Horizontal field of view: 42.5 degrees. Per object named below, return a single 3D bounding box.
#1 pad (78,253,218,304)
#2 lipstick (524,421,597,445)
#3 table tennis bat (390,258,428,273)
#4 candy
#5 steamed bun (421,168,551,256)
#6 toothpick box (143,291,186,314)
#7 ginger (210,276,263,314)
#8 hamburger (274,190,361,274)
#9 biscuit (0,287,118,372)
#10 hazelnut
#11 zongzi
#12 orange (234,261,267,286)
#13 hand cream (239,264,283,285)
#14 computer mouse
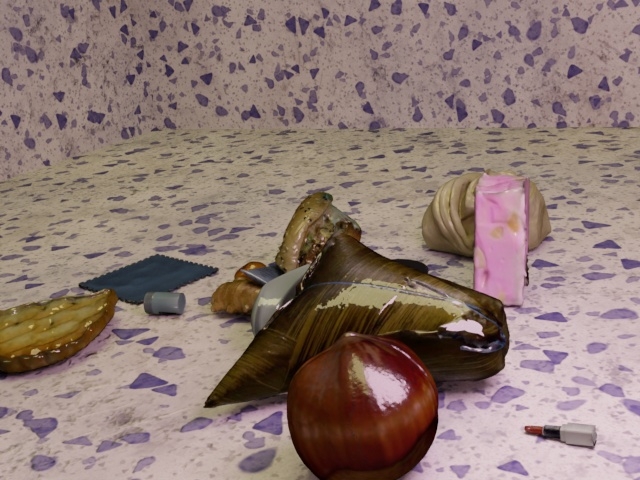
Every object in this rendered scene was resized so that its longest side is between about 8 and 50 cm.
[{"bbox_3d":[-0.440,0.095,2.110,0.268,0.012,0.269,11,24,43],"label":"pad"},{"bbox_3d":[0.359,0.288,1.239,0.107,0.025,0.025,-1,18,31],"label":"lipstick"},{"bbox_3d":[0.155,0.083,1.938,0.150,0.027,0.236,10,23,40],"label":"table tennis bat"},{"bbox_3d":[0.384,-0.002,1.741,0.115,0.265,0.155,4,20,18],"label":"candy"},{"bbox_3d":[0.415,-0.084,2.080,0.289,0.203,0.276,5,21,32],"label":"steamed bun"},{"bbox_3d":[-0.353,0.143,1.867,0.083,0.052,0.052,0,19,14],"label":"toothpick box"},{"bbox_3d":[-0.175,0.127,1.818,0.115,0.081,0.205,6,6,-31],"label":"ginger"},{"bbox_3d":[0.000,0.000,1.906,0.167,0.192,0.288,25,19,-2],"label":"hamburger"},{"bbox_3d":[-0.611,0.192,1.770,0.334,0.078,0.329,0,22,19],"label":"biscuit"},{"bbox_3d":[0.068,0.238,1.189,0.229,0.230,0.229,-5,18,2],"label":"hazelnut"},{"bbox_3d":[0.073,0.205,1.393,0.403,0.208,0.432,20,47,34],"label":"zongzi"},{"bbox_3d":[-0.162,0.089,1.949,0.086,0.086,0.062,-10,54,-13],"label":"orange"},{"bbox_3d":[-0.099,0.078,1.874,0.088,0.055,0.256,30,8,15],"label":"hand cream"},{"bbox_3d":[-0.076,0.134,1.690,0.079,0.128,0.231,10,22,24],"label":"computer mouse"}]
